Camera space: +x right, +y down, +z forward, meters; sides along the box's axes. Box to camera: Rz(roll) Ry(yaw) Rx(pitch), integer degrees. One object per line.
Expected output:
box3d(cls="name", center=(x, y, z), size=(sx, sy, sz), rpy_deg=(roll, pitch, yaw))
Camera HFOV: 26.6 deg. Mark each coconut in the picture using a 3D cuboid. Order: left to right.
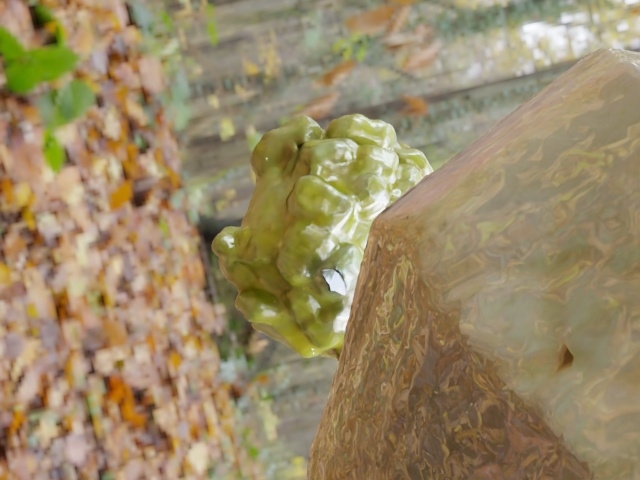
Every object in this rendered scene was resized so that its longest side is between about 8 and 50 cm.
box3d(cls="coconut", center=(0.134, 0.057, 0.426), size=(0.259, 0.259, 0.259), rpy_deg=(166, -90, -86))

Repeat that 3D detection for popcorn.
box3d(cls="popcorn", center=(0.008, 0.003, 0.900), size=(0.142, 0.173, 0.173), rpy_deg=(36, -29, 35))
